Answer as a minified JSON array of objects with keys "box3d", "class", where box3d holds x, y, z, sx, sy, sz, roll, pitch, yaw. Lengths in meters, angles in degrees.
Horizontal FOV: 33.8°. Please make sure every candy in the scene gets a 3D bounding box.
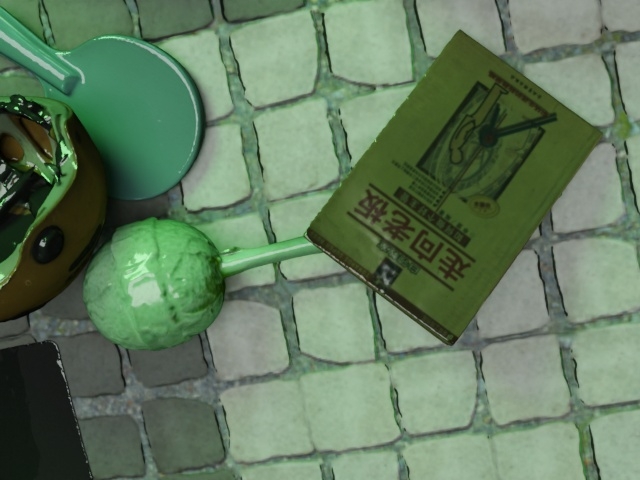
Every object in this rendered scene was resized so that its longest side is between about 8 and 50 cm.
[{"box3d":[0.000,0.000,0.943,0.440,0.119,0.119,-15,97,3],"class":"candy"}]

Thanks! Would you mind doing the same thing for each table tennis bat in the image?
[{"box3d":[-0.216,-0.137,0.976,0.237,0.038,0.149,34,108,-2],"class":"table tennis bat"}]

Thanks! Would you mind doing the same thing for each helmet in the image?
[{"box3d":[-0.272,-0.016,0.922,0.198,0.130,0.224,11,70,33],"class":"helmet"}]

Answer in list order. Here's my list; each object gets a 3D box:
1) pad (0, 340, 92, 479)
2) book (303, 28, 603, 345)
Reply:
[{"box3d":[-0.296,0.183,1.054,0.112,0.003,0.157,-11,97,10],"class":"pad"},{"box3d":[0.114,-0.048,0.907,0.161,0.026,0.231,37,82,1],"class":"book"}]
